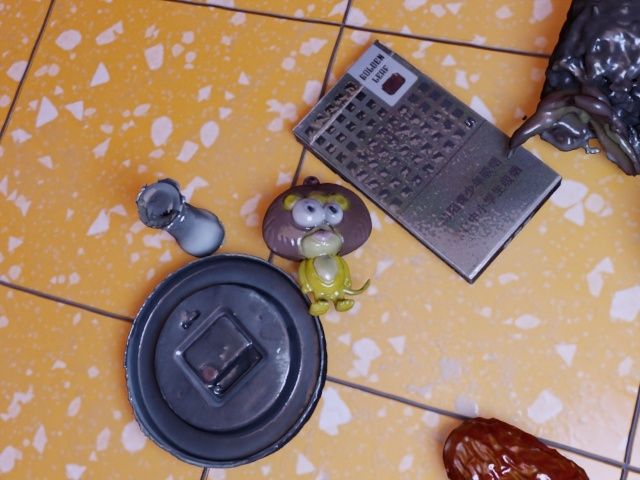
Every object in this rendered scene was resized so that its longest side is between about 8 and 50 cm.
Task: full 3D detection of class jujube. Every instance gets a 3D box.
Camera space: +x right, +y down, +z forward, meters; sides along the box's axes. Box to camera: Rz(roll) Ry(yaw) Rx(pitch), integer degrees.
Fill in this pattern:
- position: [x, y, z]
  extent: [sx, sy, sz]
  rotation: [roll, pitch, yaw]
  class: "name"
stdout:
- position: [0.223, 0.277, 0.881]
  extent: [0.176, 0.109, 0.112]
  rotation: [31, 48, 27]
  class: "jujube"

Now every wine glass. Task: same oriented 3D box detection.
- position: [-0.183, -0.026, 1.028]
  extent: [0.072, 0.155, 0.072]
  rotation: [-3, 74, 12]
  class: "wine glass"

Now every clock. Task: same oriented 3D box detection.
- position: [-0.125, 0.157, 1.019]
  extent: [0.280, 0.055, 0.281]
  rotation: [-4, 75, 13]
  class: "clock"

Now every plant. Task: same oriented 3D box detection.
- position: [0.361, -0.198, 0.930]
  extent: [0.204, 0.178, 0.234]
  rotation: [17, 71, 10]
  class: "plant"

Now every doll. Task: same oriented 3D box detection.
- position: [0.009, -0.001, 0.996]
  extent: [0.145, 0.096, 0.188]
  rotation: [-28, 66, -18]
  class: "doll"

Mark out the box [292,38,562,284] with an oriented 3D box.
- position: [0.136, -0.112, 1.030]
  extent: [0.325, 0.047, 0.180]
  rotation: [42, 88, 20]
  class: "box"
